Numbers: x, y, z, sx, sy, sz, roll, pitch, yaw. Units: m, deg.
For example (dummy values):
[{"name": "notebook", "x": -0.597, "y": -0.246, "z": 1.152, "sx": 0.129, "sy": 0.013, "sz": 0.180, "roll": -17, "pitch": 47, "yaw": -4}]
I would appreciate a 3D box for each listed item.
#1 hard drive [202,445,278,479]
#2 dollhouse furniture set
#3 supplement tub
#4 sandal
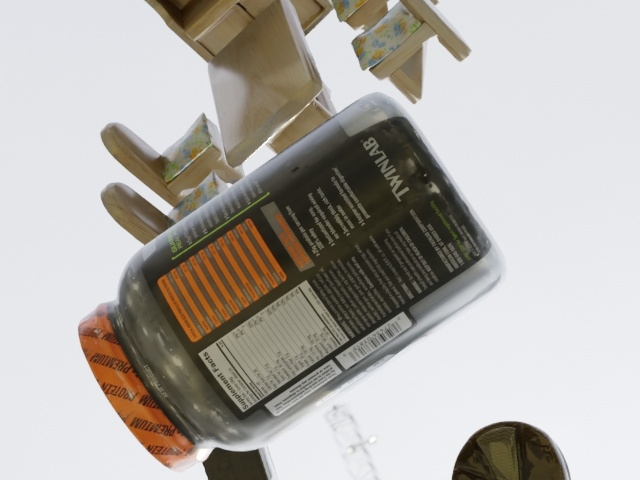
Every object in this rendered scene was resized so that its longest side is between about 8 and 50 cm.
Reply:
[{"name": "hard drive", "x": -0.081, "y": 0.226, "z": 1.365, "sx": 0.064, "sy": 0.237, "sz": 0.339, "roll": -18, "pitch": -98, "yaw": -4}, {"name": "dollhouse furniture set", "x": -0.099, "y": -0.229, "z": 1.417, "sx": 0.362, "sy": 0.394, "sz": 0.256, "roll": -41, "pitch": -61, "yaw": 15}, {"name": "supplement tub", "x": -0.015, "y": 0.024, "z": 0.659, "sx": 0.190, "sy": 0.117, "sz": 0.117, "roll": -34, "pitch": -96, "yaw": 4}, {"name": "sandal", "x": 0.104, "y": 0.209, "z": 0.762, "sx": 0.090, "sy": 0.060, "sz": 0.219, "roll": 2, "pitch": -90, "yaw": 18}]
